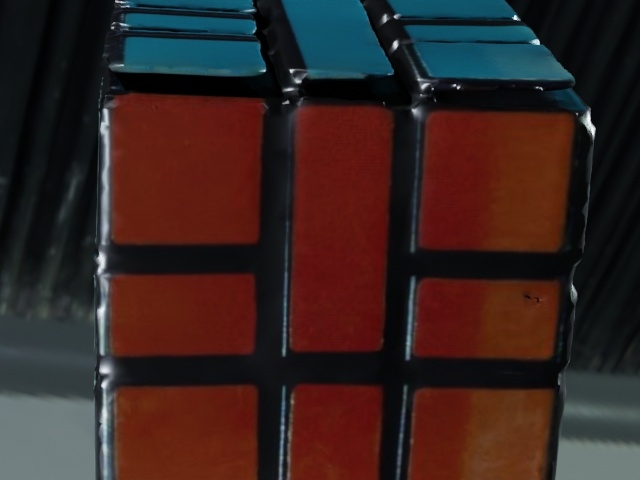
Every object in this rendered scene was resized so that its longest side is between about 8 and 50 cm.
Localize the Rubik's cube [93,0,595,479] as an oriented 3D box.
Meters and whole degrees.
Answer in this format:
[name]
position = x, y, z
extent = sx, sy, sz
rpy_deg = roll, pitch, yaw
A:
[Rubik's cube]
position = 0.000, 0.000, 1.072
extent = 0.283, 0.293, 0.288
rpy_deg = 4, 21, -5
